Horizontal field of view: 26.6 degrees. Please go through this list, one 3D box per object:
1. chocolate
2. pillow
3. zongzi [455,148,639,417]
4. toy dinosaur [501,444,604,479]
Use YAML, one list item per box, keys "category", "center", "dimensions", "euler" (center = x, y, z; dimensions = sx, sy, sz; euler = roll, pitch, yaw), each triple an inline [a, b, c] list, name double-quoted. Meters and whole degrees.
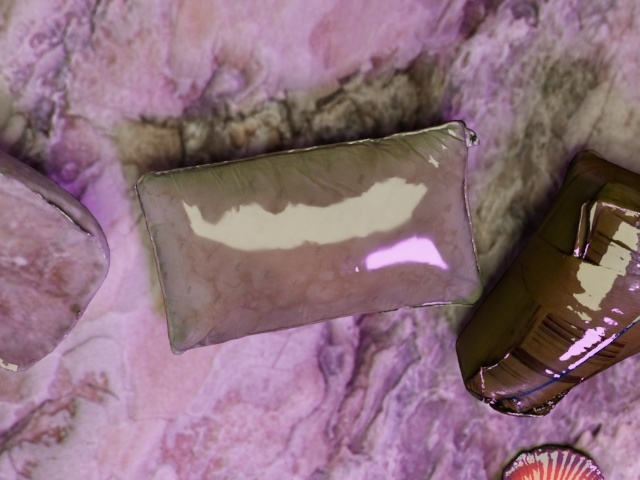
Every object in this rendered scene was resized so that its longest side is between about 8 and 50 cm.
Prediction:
- category: "chocolate"
  center: [-0.326, -0.025, 1.139]
  dimensions: [0.303, 0.100, 0.185]
  euler: [33, 116, -16]
- category: "pillow"
  center: [0.000, 0.000, 1.201]
  dimensions: [0.302, 0.075, 0.185]
  euler: [-10, 116, -2]
- category: "zongzi"
  center: [0.298, 0.077, 1.249]
  dimensions: [0.289, 0.123, 0.260]
  euler: [23, 113, -20]
- category: "toy dinosaur"
  center: [0.193, 0.268, 1.352]
  dimensions: [0.286, 0.070, 0.139]
  euler: [10, 101, -8]
